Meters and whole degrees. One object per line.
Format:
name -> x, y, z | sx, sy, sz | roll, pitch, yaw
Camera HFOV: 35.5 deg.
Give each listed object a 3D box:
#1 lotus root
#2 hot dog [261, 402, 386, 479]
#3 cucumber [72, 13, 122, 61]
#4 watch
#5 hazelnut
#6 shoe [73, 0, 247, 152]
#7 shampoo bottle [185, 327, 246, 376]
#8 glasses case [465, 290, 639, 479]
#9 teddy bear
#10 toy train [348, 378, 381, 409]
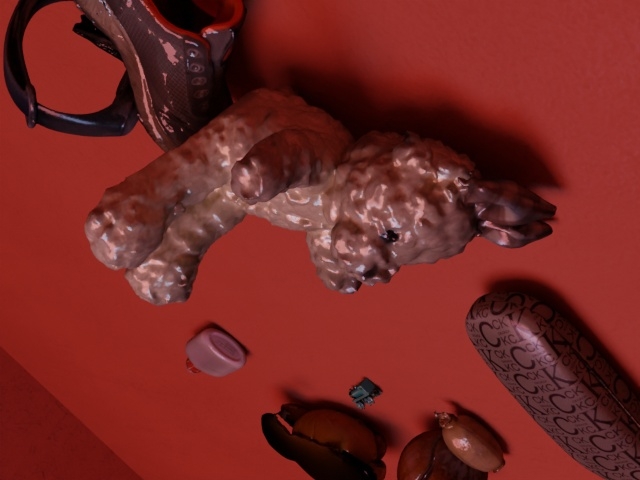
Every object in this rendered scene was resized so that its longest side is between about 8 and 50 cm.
lotus root -> 0.242, 0.325, 1.612 | 0.150, 0.062, 0.073 | 42, 153, -14
hot dog -> 0.023, 0.380, 1.923 | 0.326, 0.107, 0.194 | 28, 144, 37
cucumber -> -0.265, -0.257, 1.318 | 0.134, 0.033, 0.034 | 32, -174, 12
watch -> -0.296, -0.220, 1.219 | 0.192, 0.206, 0.068 | 24, 152, -7
hazelnut -> 0.208, 0.388, 1.694 | 0.154, 0.143, 0.143 | 31, 154, -7
shoe -> -0.142, -0.224, 1.143 | 0.170, 0.132, 0.337 | 2, 135, 35
shampoo bottle -> -0.226, 0.236, 2.035 | 0.108, 0.051, 0.221 | 38, 153, -9
glasses case -> 0.322, 0.196, 1.285 | 0.355, 0.085, 0.137 | 47, 151, -20
teddy bear -> 0.000, 0.000, 1.110 | 0.362, 0.375, 0.327 | 41, 170, 24
toy train -> 0.076, 0.272, 1.765 | 0.045, 0.029, 0.092 | 45, 154, 0
